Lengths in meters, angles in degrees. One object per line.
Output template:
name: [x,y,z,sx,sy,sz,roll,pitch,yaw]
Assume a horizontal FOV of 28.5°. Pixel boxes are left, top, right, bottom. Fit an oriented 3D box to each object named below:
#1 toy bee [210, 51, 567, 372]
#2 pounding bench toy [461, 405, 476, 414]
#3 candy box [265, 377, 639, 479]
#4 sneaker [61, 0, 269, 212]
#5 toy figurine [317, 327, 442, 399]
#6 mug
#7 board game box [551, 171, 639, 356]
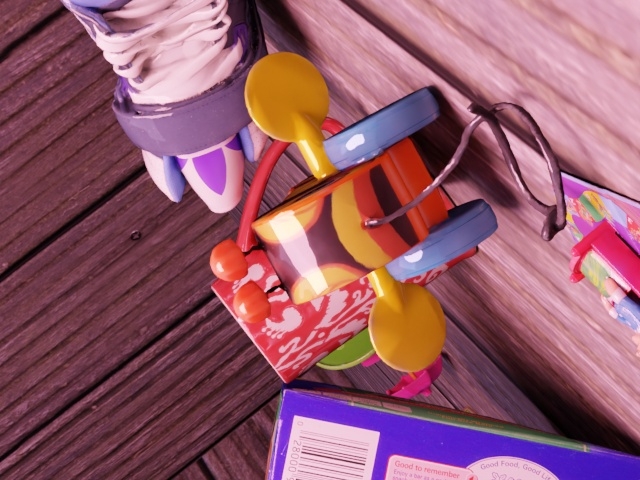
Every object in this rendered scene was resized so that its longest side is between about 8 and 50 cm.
toy bee: [0.010,-0.022,0.717,0.195,0.162,0.298,61,175,15]
pounding bench toy: [0.198,0.262,1.591,0.065,0.052,0.083,54,174,-21]
candy box: [0.090,0.192,1.003,0.268,0.122,0.317,11,173,-1]
sneaker: [-0.089,-0.125,0.843,0.323,0.130,0.236,-118,6,-75]
toy figurine: [0.074,0.113,1.456,0.159,0.130,0.173,44,-158,-38]
mug: [0.002,0.004,0.927,0.150,0.169,0.113,50,175,17]
board game box: [0.154,0.036,0.600,0.133,0.033,0.168,54,174,-23]
